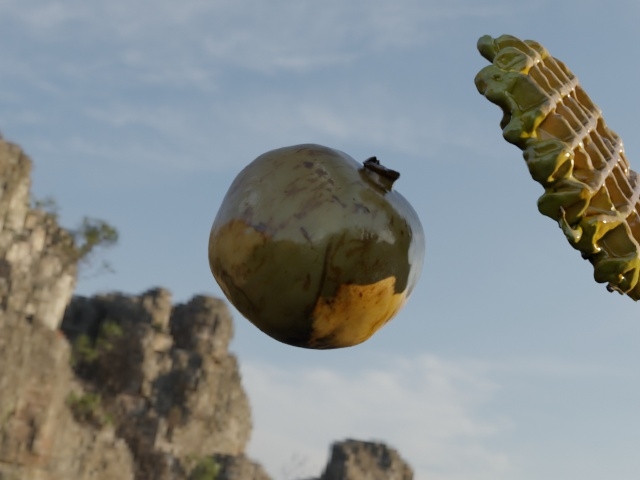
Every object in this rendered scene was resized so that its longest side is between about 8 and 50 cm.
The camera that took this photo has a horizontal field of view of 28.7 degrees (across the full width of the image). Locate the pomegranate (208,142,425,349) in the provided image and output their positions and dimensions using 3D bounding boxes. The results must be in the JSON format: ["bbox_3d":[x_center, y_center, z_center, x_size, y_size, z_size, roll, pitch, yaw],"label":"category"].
[{"bbox_3d":[0.000,0.000,1.248,0.215,0.215,0.215,9,-16,2],"label":"pomegranate"}]

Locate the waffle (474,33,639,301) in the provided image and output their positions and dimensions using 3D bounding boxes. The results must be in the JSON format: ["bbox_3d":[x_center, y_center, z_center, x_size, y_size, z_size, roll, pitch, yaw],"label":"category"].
[{"bbox_3d":[0.263,-0.078,1.264,0.062,0.329,0.329,-31,-34,23],"label":"waffle"}]
